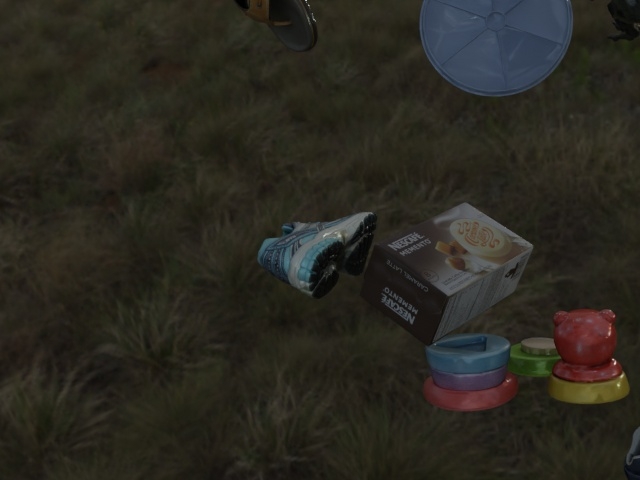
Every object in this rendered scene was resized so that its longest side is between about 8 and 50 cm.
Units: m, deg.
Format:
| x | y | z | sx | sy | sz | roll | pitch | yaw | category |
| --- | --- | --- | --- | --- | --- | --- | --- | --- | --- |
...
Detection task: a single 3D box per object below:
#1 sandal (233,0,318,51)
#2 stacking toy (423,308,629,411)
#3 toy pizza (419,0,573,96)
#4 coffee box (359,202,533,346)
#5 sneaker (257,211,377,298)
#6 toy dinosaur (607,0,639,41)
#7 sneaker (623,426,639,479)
| x | y | z | sx | sy | sz | roll | pitch | yaw | category |
| --- | --- | --- | --- | --- | --- | --- | --- | --- | --- |
| -0.086 | -0.330 | 1.133 | 0.060 | 0.219 | 0.090 | -48 | 29 | -24 | sandal |
| 0.313 | 0.167 | 1.417 | 0.309 | 0.130 | 0.279 | -5 | 8 | 3 | stacking toy |
| 0.234 | -0.289 | 1.175 | 0.201 | 0.201 | 0.032 | -10 | -6 | 6 | toy pizza |
| 0.194 | 0.044 | 1.335 | 0.141 | 0.098 | 0.246 | 36 | 37 | 28 | coffee box |
| 0.000 | 0.000 | 1.391 | 0.122 | 0.110 | 0.283 | 20 | 17 | 20 | sneaker |
| 0.329 | -0.230 | 0.885 | 0.064 | 0.118 | 0.268 | -40 | 55 | 12 | toy dinosaur |
| 0.504 | 0.292 | 1.115 | 0.226 | 0.163 | 0.086 | -19 | 14 | 25 | sneaker |
